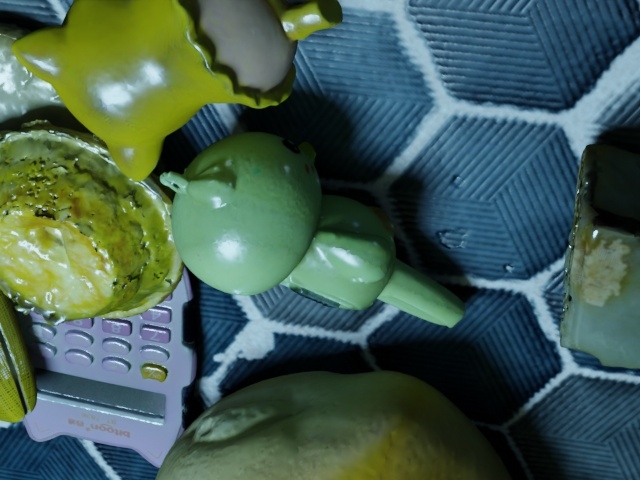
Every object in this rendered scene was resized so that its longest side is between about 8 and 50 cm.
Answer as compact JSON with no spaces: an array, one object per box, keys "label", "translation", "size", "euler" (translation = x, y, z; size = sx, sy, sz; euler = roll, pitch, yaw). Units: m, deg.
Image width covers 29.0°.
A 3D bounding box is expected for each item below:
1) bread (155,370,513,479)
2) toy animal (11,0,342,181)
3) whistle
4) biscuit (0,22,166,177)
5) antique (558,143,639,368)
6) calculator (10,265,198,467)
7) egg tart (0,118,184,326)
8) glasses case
[{"label":"bread","translation":[0.017,0.305,1.168],"size":[0.348,0.253,0.376],"euler":[-16,119,28]},{"label":"toy animal","translation":[-0.100,-0.147,0.926],"size":[0.230,0.156,0.156],"euler":[-24,117,25]},{"label":"whistle","translation":[0.001,-0.011,1.027],"size":[0.294,0.141,0.141],"euler":[11,134,-31]},{"label":"biscuit","translation":[-0.254,-0.115,1.050],"size":[0.290,0.038,0.141],"euler":[21,128,-2]},{"label":"antique","translation":[0.333,0.026,0.954],"size":[0.284,0.125,0.150],"euler":[8,129,8]},{"label":"calculator","translation":[-0.211,0.091,1.199],"size":[0.194,0.043,0.294],"euler":[11,125,7]},{"label":"egg tart","translation":[-0.216,-0.003,1.054],"size":[0.212,0.090,0.212],"euler":[8,128,10]},{"label":"glasses case","translation":[-0.324,0.065,1.154],"size":[0.079,0.064,0.234],"euler":[8,123,41]}]
